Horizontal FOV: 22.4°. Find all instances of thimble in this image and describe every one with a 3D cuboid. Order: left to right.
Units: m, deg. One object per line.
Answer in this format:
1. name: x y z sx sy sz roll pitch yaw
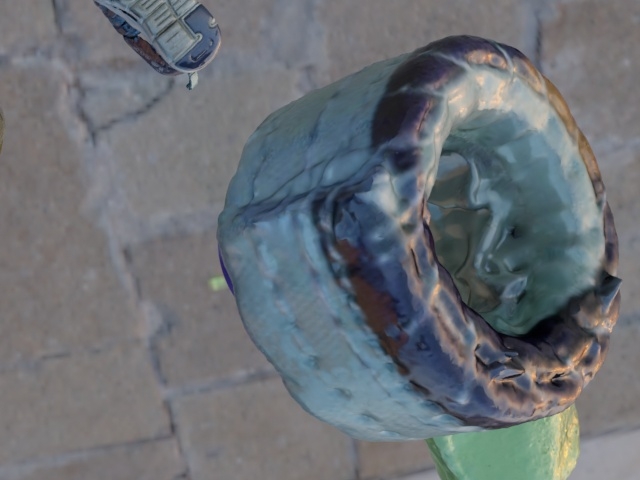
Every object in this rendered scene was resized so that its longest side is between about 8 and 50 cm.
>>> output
1. thimble: 0.058 0.003 0.930 0.150 0.237 0.237 -18 147 41

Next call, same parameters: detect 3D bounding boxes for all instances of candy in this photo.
1. candy: 0.086 0.050 1.189 0.132 0.142 0.343 -39 120 -22

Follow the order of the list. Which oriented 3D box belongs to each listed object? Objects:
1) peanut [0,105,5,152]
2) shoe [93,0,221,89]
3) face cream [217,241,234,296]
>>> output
1. peanut: -0.271 -0.084 1.020 0.136 0.298 0.120 5 111 -19
2. shoe: -0.138 -0.182 1.262 0.064 0.143 0.071 -46 176 -19
3. face cream: 0.000 0.000 1.761 0.206 0.205 0.111 7 167 -24
